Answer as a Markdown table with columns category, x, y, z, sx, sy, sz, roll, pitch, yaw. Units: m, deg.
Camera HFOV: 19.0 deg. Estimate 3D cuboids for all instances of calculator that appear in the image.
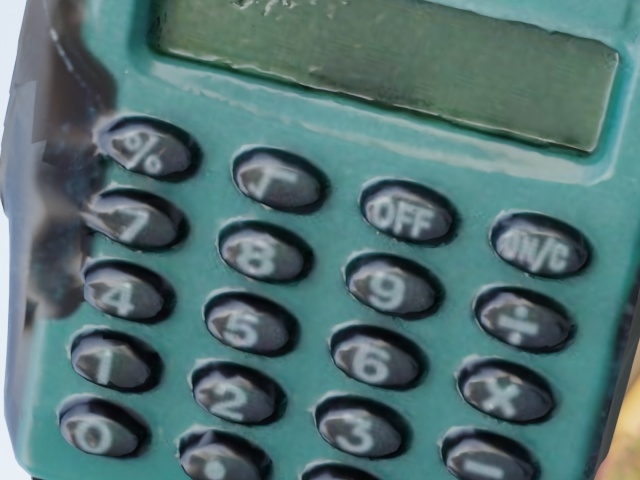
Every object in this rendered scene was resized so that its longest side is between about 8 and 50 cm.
| category | x | y | z | sx | sy | sz | roll | pitch | yaw |
| --- | --- | --- | --- | --- | --- | --- | --- | --- | --- |
| calculator | 0.000 | 0.000 | 0.720 | 0.058 | 0.248 | 0.274 | -45 | -31 | -71 |
